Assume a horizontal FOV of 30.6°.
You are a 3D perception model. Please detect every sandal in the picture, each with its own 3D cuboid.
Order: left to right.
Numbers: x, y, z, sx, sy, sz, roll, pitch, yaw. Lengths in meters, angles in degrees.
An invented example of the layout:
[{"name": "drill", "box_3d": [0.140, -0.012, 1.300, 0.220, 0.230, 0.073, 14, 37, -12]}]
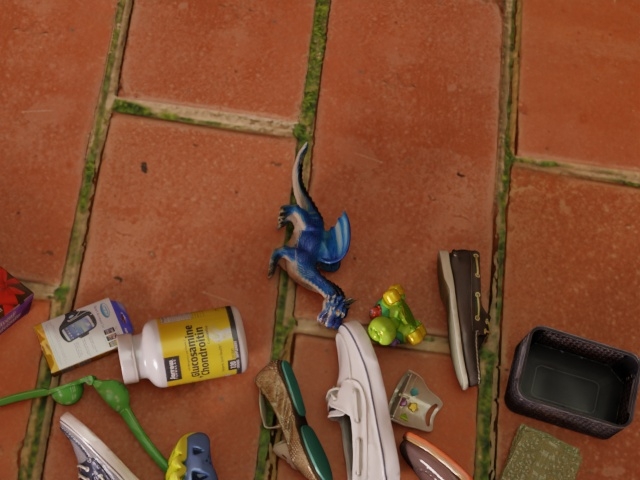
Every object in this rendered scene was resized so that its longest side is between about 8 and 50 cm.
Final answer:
[{"name": "sandal", "box_3d": [-0.145, 0.424, 1.634, 0.138, 0.126, 0.317, -6, 78, -12]}]

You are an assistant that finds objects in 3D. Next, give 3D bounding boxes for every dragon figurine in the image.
[{"name": "dragon figurine", "box_3d": [0.000, 0.000, 1.827, 0.144, 0.085, 0.289, 10, 68, -2]}]

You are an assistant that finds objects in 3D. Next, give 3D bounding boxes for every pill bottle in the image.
[{"name": "pill bottle", "box_3d": [-0.204, 0.160, 1.732, 0.184, 0.103, 0.103, -10, 70, -10]}]

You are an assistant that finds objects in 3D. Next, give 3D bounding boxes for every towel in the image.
[{"name": "towel", "box_3d": [0.322, 0.358, 1.753, 0.110, 0.027, 0.148, 26, 67, 3]}]

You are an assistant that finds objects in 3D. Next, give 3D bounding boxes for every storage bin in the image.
[{"name": "storage bin", "box_3d": [0.384, 0.217, 1.784, 0.180, 0.084, 0.122, 17, 68, 1]}]

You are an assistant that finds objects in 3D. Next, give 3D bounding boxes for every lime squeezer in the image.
[{"name": "lime squeezer", "box_3d": [-0.351, 0.247, 1.720, 0.310, 0.059, 0.110, 16, 100, 0]}]

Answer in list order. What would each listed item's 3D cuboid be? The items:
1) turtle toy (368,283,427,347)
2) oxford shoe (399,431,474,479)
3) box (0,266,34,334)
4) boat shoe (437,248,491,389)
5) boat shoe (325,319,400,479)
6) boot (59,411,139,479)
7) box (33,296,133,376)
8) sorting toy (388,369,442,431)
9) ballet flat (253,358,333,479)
[{"name": "turtle toy", "box_3d": [0.109, 0.124, 1.778, 0.066, 0.130, 0.095, -29, 90, 13]}, {"name": "oxford shoe", "box_3d": [0.193, 0.397, 1.689, 0.098, 0.097, 0.271, -37, 77, -12]}, {"name": "box", "box_3d": [-0.599, 0.060, 1.717, 0.293, 0.057, 0.201, 36, 47, 8]}, {"name": "boat shoe", "box_3d": [0.229, 0.118, 1.807, 0.068, 0.081, 0.228, -5, 67, -4]}, {"name": "boat shoe", "box_3d": [0.050, 0.244, 1.732, 0.084, 0.095, 0.258, -8, 69, -14]}, {"name": "boot", "box_3d": [-0.321, 0.335, 1.656, 0.086, 0.069, 0.190, -44, 93, -16]}, {"name": "box", "box_3d": [-0.353, 0.142, 1.765, 0.136, 0.028, 0.081, -20, 72, -16]}, {"name": "sorting toy", "box_3d": [0.144, 0.251, 1.770, 0.075, 0.045, 0.083, 28, 68, -3]}, {"name": "ballet flat", "box_3d": [-0.046, 0.279, 1.733, 0.067, 0.073, 0.206, -26, 69, 13]}]
